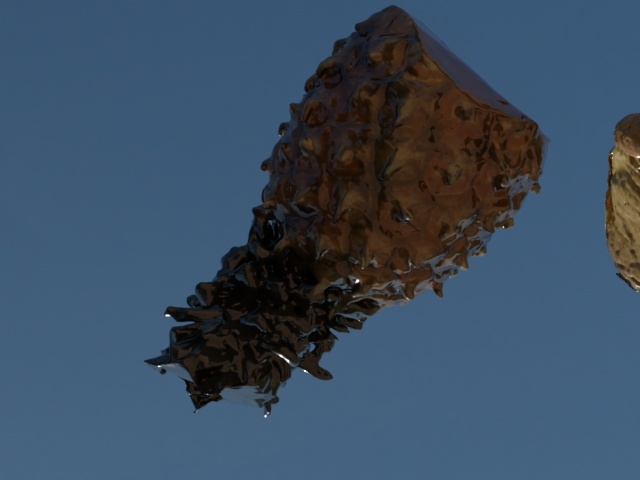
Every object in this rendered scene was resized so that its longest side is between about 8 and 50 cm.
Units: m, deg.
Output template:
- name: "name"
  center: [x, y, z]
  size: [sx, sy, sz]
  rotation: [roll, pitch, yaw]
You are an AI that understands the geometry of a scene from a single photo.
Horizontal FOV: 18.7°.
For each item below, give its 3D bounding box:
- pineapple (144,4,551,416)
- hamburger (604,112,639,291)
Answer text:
- name: "pineapple"
  center: [0.000, 0.000, 1.151]
  size: [0.278, 0.158, 0.158]
  rotation: [-46, -56, 9]
- name: "hamburger"
  center: [0.137, -0.009, 0.699]
  size: [0.044, 0.076, 0.083]
  rotation: [-22, -46, -27]
